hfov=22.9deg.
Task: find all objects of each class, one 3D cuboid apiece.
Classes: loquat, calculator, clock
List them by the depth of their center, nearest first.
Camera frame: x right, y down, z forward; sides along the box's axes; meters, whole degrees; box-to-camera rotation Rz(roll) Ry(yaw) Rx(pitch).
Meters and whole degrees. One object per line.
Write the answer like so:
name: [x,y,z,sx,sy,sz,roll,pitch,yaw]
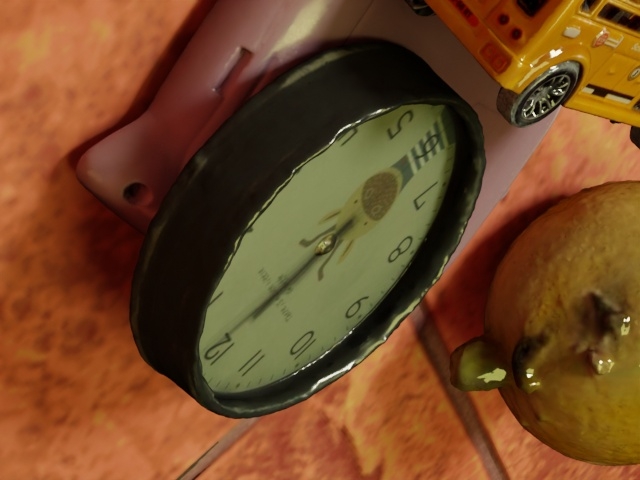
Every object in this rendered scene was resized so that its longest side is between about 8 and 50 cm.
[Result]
clock: [0.000,0.000,0.698,0.184,0.040,0.184,-34,147,-26]
calculator: [0.026,-0.050,0.752,0.194,0.043,0.294,-56,147,10]
loquat: [0.170,0.051,0.921,0.204,0.149,0.172,-15,137,-19]

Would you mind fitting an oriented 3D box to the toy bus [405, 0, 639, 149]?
toy bus: [0.120,-0.100,0.688,0.088,0.083,0.194,-49,153,22]
